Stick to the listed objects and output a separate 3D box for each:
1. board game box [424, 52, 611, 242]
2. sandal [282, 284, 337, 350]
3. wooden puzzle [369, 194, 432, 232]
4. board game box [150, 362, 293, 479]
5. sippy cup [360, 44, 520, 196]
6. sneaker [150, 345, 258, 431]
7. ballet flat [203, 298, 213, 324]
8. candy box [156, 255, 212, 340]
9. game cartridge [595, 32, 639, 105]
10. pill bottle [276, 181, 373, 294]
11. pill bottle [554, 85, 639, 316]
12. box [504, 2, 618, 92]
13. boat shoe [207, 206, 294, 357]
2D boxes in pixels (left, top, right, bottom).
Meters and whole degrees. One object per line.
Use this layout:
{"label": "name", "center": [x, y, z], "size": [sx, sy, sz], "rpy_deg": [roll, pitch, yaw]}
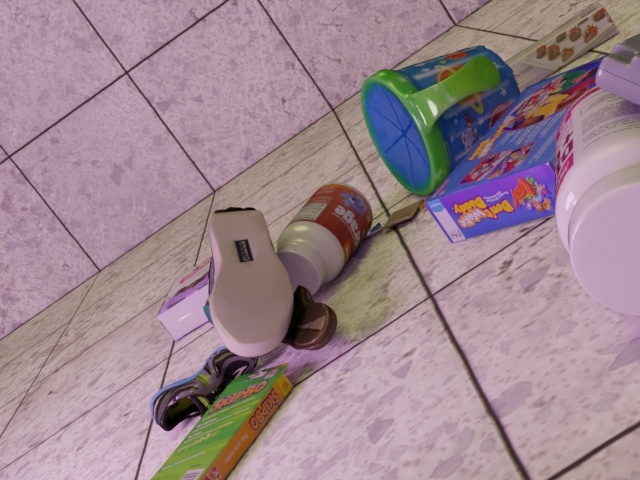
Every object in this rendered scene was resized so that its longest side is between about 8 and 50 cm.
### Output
{"label": "board game box", "center": [0.337, -0.148, 1.364], "size": [0.233, 0.078, 0.347], "rpy_deg": [-17, 23, 52]}
{"label": "sandal", "center": [-0.011, 0.119, 1.332], "size": [0.090, 0.060, 0.219], "rpy_deg": [-63, 17, -7]}
{"label": "wooden puzzle", "center": [0.144, -0.043, 1.610], "size": [0.116, 0.014, 0.078], "rpy_deg": [-21, 16, 43]}
{"label": "board game box", "center": [-0.136, 0.262, 1.224], "size": [0.124, 0.039, 0.259], "rpy_deg": [-21, 23, 43]}
{"label": "sippy cup", "center": [0.224, -0.228, 1.638], "size": [0.224, 0.240, 0.305], "rpy_deg": [-28, 29, -15]}
{"label": "sneaker", "center": [-0.169, 0.225, 1.392], "size": [0.188, 0.067, 0.078], "rpy_deg": [-34, 35, 0]}
{"label": "ballet flat", "center": [-0.151, 0.124, 1.631], "size": [0.073, 0.080, 0.232], "rpy_deg": [-25, 12, -15]}
{"label": "candy box", "center": [-0.235, 0.101, 1.899], "size": [0.165, 0.070, 0.196], "rpy_deg": [-32, 15, 13]}
{"label": "game cartridge", "center": [0.421, -0.162, 0.956], "size": [0.297, 0.198, 0.062], "rpy_deg": [-28, -35, -52]}
{"label": "pill bottle", "center": [0.000, 0.000, 1.582], "size": [0.121, 0.121, 0.216], "rpy_deg": [-25, 18, 37]}
{"label": "pill bottle", "center": [0.317, -0.051, 0.929], "size": [0.160, 0.160, 0.283], "rpy_deg": [-29, 15, 24]}
{"label": "box", "center": [0.433, -0.357, 1.852], "size": [0.324, 0.063, 0.067], "rpy_deg": [-31, 13, 16]}
{"label": "boat shoe", "center": [-0.108, 0.098, 1.421], "size": [0.127, 0.158, 0.340], "rpy_deg": [-5, 35, -4]}
